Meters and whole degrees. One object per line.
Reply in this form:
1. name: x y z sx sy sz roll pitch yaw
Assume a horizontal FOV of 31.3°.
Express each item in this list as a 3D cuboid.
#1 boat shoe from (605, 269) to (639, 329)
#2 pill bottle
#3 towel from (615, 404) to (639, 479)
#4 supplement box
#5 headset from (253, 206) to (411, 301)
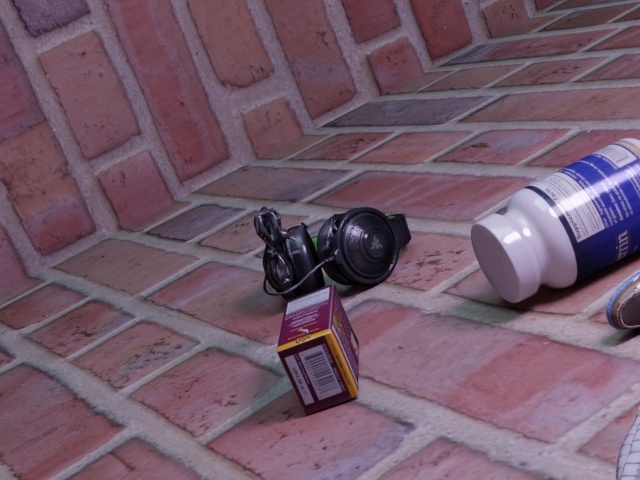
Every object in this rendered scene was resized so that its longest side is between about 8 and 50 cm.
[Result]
1. boat shoe: 0.433 0.060 1.379 0.183 0.066 0.066 -25 18 -10
2. pill bottle: 0.354 -0.025 1.598 0.265 0.153 0.153 -26 16 -11
3. towel: 0.380 0.188 0.955 0.235 0.121 0.283 -15 19 30
4. supplement box: -0.001 0.148 1.598 0.081 0.104 0.188 -20 16 8
5. headset: 0.000 0.000 1.930 0.243 0.185 0.394 -15 6 25
